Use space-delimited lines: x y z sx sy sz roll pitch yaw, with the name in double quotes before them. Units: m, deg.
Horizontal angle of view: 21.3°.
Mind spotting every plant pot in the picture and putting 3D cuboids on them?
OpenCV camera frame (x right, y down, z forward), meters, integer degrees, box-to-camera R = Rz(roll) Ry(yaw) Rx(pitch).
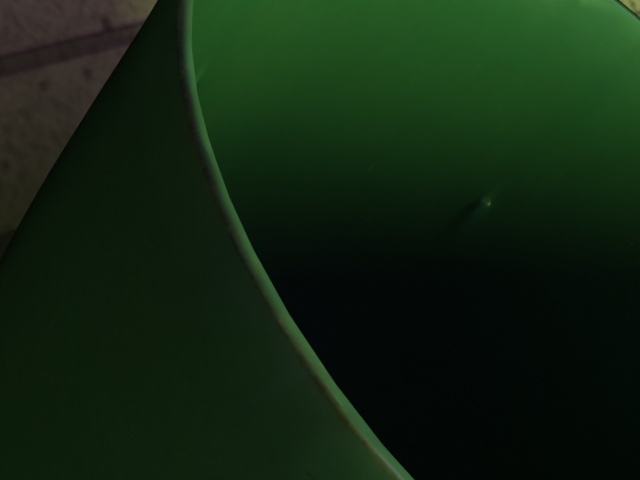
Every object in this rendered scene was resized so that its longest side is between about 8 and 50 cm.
"plant pot" 0.015 0.071 0.549 0.293 0.235 0.293 28 38 -24
